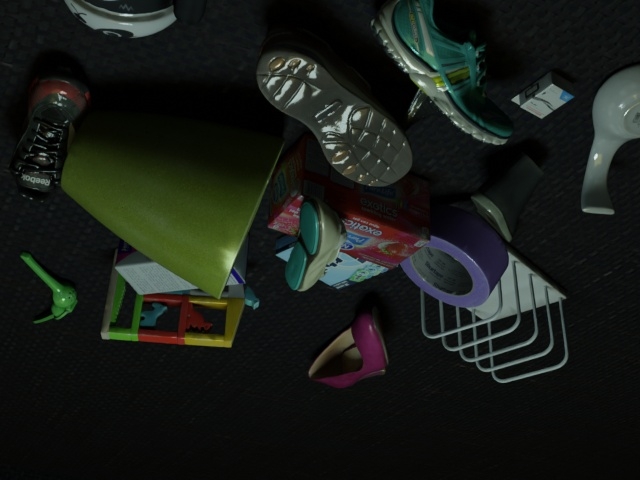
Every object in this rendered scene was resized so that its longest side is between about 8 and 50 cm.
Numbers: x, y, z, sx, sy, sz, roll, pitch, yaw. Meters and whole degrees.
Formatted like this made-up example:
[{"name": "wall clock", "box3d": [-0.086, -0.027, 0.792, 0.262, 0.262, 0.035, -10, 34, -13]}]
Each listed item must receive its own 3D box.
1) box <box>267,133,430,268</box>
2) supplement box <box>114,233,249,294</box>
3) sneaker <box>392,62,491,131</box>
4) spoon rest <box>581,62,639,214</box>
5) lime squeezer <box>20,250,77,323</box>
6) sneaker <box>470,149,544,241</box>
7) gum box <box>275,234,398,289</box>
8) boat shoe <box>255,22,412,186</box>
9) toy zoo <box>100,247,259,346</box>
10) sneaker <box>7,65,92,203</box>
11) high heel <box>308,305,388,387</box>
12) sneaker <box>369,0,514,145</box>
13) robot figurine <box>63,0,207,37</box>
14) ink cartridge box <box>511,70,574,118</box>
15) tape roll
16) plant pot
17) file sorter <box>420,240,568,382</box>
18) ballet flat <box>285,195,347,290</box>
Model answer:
[{"name": "box", "box3d": [0.051, -0.062, 1.562, 0.257, 0.128, 0.123, 18, 146, -24]}, {"name": "supplement box", "box3d": [-0.258, 0.021, 1.733, 0.220, 0.111, 0.114, -8, 147, 15]}, {"name": "sneaker", "box3d": [0.176, -0.210, 1.384, 0.089, 0.051, 0.170, 14, 139, -15]}, {"name": "spoon rest", "box3d": [0.470, -0.166, 1.436, 0.137, 0.084, 0.276, 5, 135, -7]}, {"name": "lime squeezer", "box3d": [-0.579, 0.129, 1.983, 0.110, 0.058, 0.310, 7, 149, -8]}, {"name": "sneaker", "box3d": [0.332, -0.072, 1.578, 0.118, 0.083, 0.222, -45, 163, 3]}, {"name": "gum box", "box3d": [0.033, 0.024, 1.787, 0.157, 0.041, 0.184, -25, 139, 36]}, {"name": "boat shoe", "box3d": [0.030, -0.202, 1.352, 0.123, 0.116, 0.324, -27, 134, 21]}, {"name": "toy zoo", "box3d": [-0.267, 0.111, 1.805, 0.294, 0.192, 0.030, 4, 148, -2]}, {"name": "sneaker", "box3d": [-0.424, -0.153, 1.438, 0.098, 0.135, 0.276, 16, 145, -18]}, {"name": "high heel", "box3d": [0.054, 0.252, 2.066, 0.182, 0.127, 0.377, -9, 152, -1]}, {"name": "sneaker", "box3d": [0.188, -0.234, 1.268, 0.110, 0.107, 0.275, -40, 120, 15]}, {"name": "robot figurine", "box3d": [-0.220, -0.359, 1.049, 0.174, 0.209, 0.278, -3, 150, -17]}, {"name": "ink cartridge box", "box3d": [0.334, -0.215, 1.391, 0.048, 0.028, 0.083, 22, 144, -28]}, {"name": "tape roll", "box3d": [0.238, 0.029, 1.666, 0.189, 0.080, 0.189, 27, 149, 18]}, {"name": "plant pot", "box3d": [-0.242, -0.090, 1.451, 0.294, 0.274, 0.274, 23, 146, -4]}, {"name": "file sorter", "box3d": [0.348, 0.148, 1.847, 0.193, 0.173, 0.278, -23, 140, 34]}, {"name": "ballet flat", "box3d": [0.000, 0.000, 1.485, 0.086, 0.086, 0.248, 8, 150, -9]}]
